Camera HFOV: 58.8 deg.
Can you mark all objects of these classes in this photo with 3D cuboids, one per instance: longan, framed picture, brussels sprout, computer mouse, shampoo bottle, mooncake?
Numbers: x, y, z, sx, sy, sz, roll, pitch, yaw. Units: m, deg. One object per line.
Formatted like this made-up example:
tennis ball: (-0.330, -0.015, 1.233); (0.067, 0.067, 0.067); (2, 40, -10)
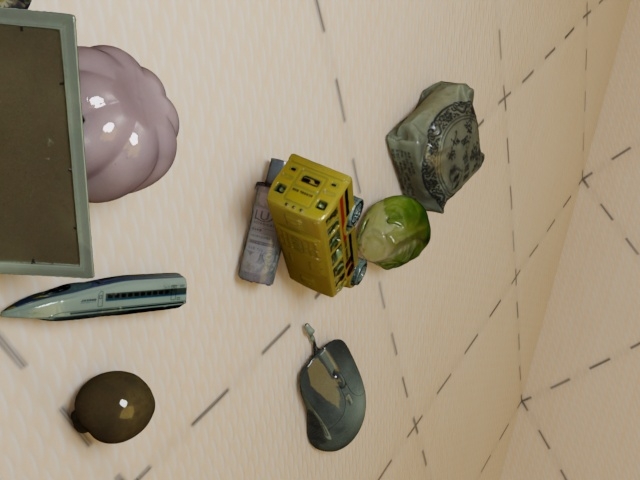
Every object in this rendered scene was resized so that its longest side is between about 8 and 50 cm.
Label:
longan: (-0.296, 0.237, 0.799); (0.119, 0.106, 0.106); (-24, 133, 6)
framed picture: (-0.338, -0.090, 0.562); (0.017, 0.217, 0.274); (-96, -168, -68)
brussels sprout: (0.161, -0.019, 1.239); (0.161, 0.144, 0.180); (-49, 163, 24)
computer mouse: (0.030, 0.327, 1.238); (0.167, 0.090, 0.379); (-43, 131, -35)
shampoo bottle: (-0.089, -0.033, 0.978); (0.072, 0.072, 0.214); (9, 95, -52)
mooncake: (0.285, -0.216, 1.324); (0.250, 0.136, 0.254); (-47, 134, -25)

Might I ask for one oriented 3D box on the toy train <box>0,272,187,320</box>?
toy train: (-0.296, 0.073, 0.767); (0.252, 0.055, 0.048); (0, 103, -52)

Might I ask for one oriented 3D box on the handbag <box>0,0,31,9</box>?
handbag: (-0.379, -0.221, 0.565); (0.115, 0.072, 0.139); (25, 96, -54)

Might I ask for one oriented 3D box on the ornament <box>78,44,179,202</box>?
ornament: (-0.260, -0.130, 0.659); (0.177, 0.177, 0.178); (-21, 118, -46)

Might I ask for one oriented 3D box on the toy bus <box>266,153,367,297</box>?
toy bus: (0.000, 0.000, 0.978); (0.123, 0.121, 0.335); (-59, 159, -26)
